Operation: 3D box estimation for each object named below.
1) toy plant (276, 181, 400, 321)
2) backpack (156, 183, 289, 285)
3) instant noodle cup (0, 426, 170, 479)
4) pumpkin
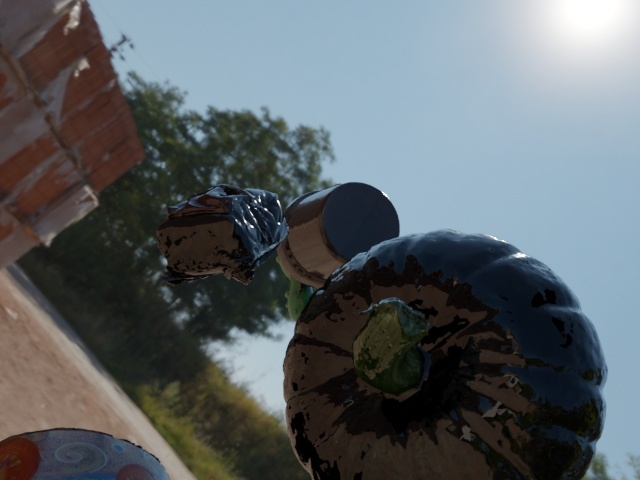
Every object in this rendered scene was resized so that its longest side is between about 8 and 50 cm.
[{"bbox_3d":[0.001,0.014,1.325,0.400,0.186,0.279,156,-70,-69],"label":"toy plant"},{"bbox_3d":[-0.108,-0.015,0.819,0.120,0.165,0.105,-6,-72,18],"label":"backpack"},{"bbox_3d":[-0.228,0.313,0.598,0.231,0.243,0.243,-98,163,-53],"label":"instant noodle cup"},{"bbox_3d":[0.076,0.096,0.519,0.248,0.248,0.248,42,-18,17],"label":"pumpkin"}]
